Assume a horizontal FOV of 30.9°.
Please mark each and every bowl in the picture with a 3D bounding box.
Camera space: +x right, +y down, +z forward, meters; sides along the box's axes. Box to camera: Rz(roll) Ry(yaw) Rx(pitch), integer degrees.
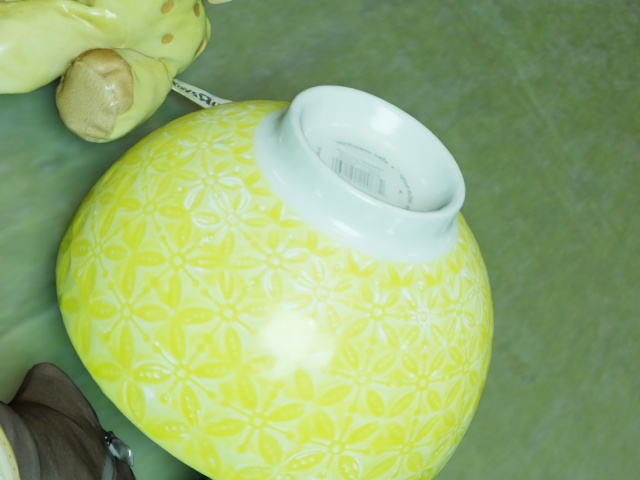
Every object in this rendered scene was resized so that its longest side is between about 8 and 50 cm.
[{"bbox_3d":[0.000,0.000,0.708,0.289,0.156,0.289,21,35,-16],"label":"bowl"}]

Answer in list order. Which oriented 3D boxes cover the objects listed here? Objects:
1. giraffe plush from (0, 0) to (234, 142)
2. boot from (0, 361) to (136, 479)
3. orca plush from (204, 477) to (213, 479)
[{"bbox_3d":[-0.115,-0.176,0.744,0.210,0.170,0.181,11,42,-27],"label":"giraffe plush"},{"bbox_3d":[-0.157,0.106,0.557,0.207,0.090,0.248,-109,175,-70],"label":"boot"},{"bbox_3d":[0.023,0.240,0.719,0.287,0.102,0.151,29,96,-5],"label":"orca plush"}]
